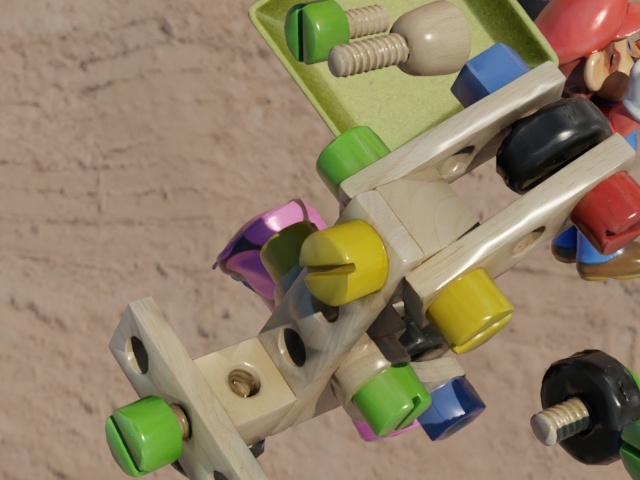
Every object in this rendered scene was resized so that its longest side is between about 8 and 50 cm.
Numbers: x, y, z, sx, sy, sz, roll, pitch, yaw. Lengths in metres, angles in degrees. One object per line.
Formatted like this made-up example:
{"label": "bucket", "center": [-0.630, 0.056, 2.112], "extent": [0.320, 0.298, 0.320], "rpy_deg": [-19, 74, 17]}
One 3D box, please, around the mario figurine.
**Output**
{"label": "mario figurine", "center": [0.316, -0.126, 1.271], "extent": [0.198, 0.170, 0.321], "rpy_deg": [12, 118, 40]}

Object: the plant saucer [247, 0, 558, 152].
{"label": "plant saucer", "center": [0.067, -0.162, 0.998], "extent": [0.188, 0.045, 0.188], "rpy_deg": [-36, 88, -5]}

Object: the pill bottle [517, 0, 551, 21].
{"label": "pill bottle", "center": [0.303, -0.384, 1.633], "extent": [0.161, 0.161, 0.283], "rpy_deg": [57, 148, 15]}

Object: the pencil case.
{"label": "pencil case", "center": [0.009, 0.066, 0.954], "extent": [0.098, 0.095, 0.209], "rpy_deg": [-38, 91, 24]}

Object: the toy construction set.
{"label": "toy construction set", "center": [0.000, 0.000, 0.601], "extent": [0.257, 0.237, 0.309], "rpy_deg": [-20, 87, 59]}
